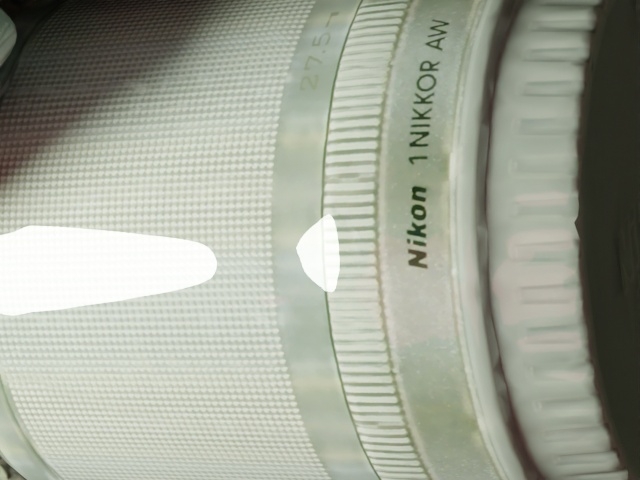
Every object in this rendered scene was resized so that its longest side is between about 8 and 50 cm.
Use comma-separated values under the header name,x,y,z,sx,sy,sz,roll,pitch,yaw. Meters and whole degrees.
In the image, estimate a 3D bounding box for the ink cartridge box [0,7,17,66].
name,x,y,z,sx,sy,sz,roll,pitch,yaw
ink cartridge box,-0.296,-0.046,0.656,0.261,0.066,0.296,37,123,-9

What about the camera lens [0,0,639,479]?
name,x,y,z,sx,sy,sz,roll,pitch,yaw
camera lens,0.000,0.000,0.699,0.274,0.219,0.219,-2,113,25
